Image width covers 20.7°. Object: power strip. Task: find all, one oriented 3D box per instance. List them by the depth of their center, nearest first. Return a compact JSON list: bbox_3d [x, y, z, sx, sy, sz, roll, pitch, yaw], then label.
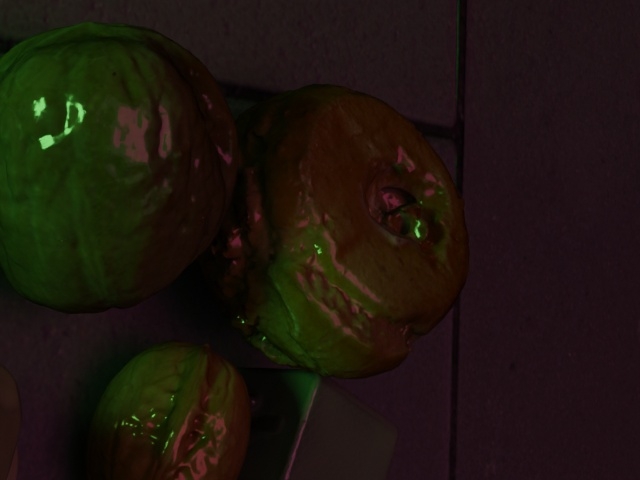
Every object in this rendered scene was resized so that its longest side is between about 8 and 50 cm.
[{"bbox_3d":[-0.041,0.219,1.917,0.224,0.140,0.139,39,62,-43],"label":"power strip"}]

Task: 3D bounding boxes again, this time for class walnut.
[{"bbox_3d":[-0.206,-0.070,1.660,0.227,0.283,0.283,-100,174,-72],"label":"walnut"},{"bbox_3d":[-0.153,0.199,1.772,0.159,0.159,0.207,36,69,-43],"label":"walnut"}]

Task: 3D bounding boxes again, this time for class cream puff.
[{"bbox_3d":[0.000,0.000,1.887,0.327,0.231,0.343,24,56,-40],"label":"cream puff"}]

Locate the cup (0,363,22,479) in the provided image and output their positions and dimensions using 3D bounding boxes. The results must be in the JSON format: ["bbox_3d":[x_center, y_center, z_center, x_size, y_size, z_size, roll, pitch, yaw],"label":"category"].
[{"bbox_3d":[-0.330,0.206,1.548,0.255,0.173,0.202,23,73,-47],"label":"cup"}]
